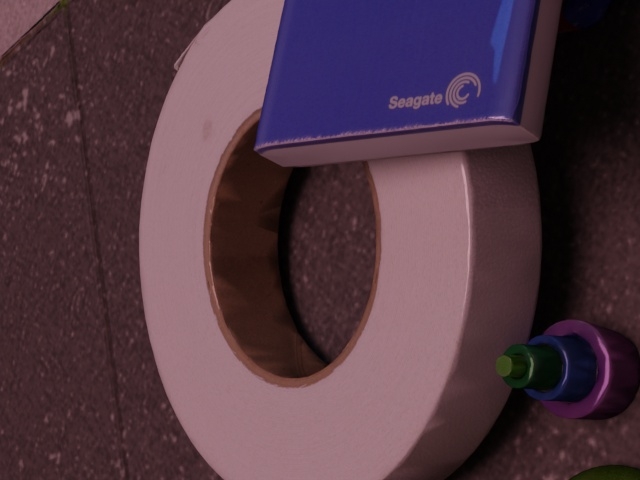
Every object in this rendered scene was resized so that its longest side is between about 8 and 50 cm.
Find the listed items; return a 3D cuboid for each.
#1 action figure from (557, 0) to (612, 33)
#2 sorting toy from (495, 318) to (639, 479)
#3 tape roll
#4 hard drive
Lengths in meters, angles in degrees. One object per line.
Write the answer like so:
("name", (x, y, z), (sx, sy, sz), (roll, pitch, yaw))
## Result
("action figure", (0.193, -0.197, 1.167), (0.280, 0.139, 0.091), (-18, 73, 39))
("sorting toy", (0.154, 0.228, 1.151), (0.127, 0.126, 0.365), (-15, 75, 43))
("tape roll", (0.000, 0.000, 1.337), (0.392, 0.072, 0.392), (-2, 88, 52))
("hard drive", (0.072, -0.209, 1.198), (0.210, 0.040, 0.318), (-4, 68, 41))
